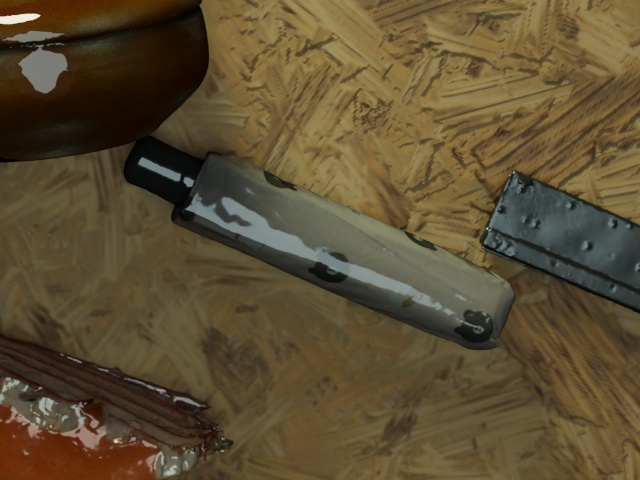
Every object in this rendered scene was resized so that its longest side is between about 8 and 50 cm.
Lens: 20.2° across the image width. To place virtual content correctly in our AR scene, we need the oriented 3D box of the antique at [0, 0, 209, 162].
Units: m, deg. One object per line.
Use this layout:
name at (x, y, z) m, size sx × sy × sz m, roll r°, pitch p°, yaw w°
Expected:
antique at (-0.209, -0.135, 1.325) m, size 0.278 × 0.223 × 0.129 m, roll -17°, pitch 109°, yaw -37°

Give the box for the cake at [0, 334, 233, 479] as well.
cake at (-0.213, 0.136, 1.443) m, size 0.287 × 0.098 × 0.135 m, roll 2°, pitch 102°, yaw -6°

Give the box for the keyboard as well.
keyboard at (0.246, 0.015, 1.508) m, size 0.231 × 0.023 × 0.072 m, roll 22°, pitch 92°, yaw -11°

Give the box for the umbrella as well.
umbrella at (0.000, 0.000, 1.452) m, size 0.337 × 0.067 × 0.073 m, roll 23°, pitch 68°, yaw -11°
